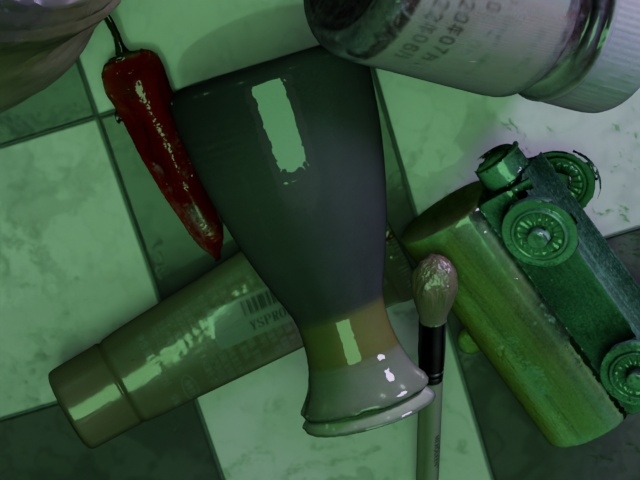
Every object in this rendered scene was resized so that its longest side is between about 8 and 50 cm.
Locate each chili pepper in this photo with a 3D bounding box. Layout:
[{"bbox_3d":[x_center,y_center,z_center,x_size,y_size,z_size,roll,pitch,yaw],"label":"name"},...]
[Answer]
[{"bbox_3d":[-0.144,-0.093,1.448,0.059,0.050,0.268,-24,108,-3],"label":"chili pepper"}]

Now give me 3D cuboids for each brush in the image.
[{"bbox_3d":[0.098,0.136,1.498,0.042,0.039,0.299,-4,126,-8],"label":"brush"}]

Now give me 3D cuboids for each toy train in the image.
[{"bbox_3d":[0.214,0.051,1.488,0.189,0.126,0.307,-26,109,38],"label":"toy train"}]

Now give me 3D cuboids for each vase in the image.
[{"bbox_3d":[0.000,0.000,1.394,0.173,0.173,0.321,-18,97,2],"label":"vase"}]

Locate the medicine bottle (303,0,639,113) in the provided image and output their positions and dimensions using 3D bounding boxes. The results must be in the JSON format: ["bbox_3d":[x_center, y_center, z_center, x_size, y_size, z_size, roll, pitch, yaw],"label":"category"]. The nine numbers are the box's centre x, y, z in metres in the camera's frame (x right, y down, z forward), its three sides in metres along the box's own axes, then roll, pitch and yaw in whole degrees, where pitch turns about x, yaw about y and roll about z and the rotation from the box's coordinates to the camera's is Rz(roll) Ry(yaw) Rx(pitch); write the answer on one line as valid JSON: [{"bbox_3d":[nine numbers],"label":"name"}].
[{"bbox_3d":[0.137,-0.203,1.332,0.273,0.165,0.165,9,107,-31],"label":"medicine bottle"}]

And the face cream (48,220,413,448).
[{"bbox_3d":[-0.081,0.074,1.490,0.341,0.084,0.137,-29,105,-4],"label":"face cream"}]

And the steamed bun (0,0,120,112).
[{"bbox_3d":[-0.269,-0.274,1.241,0.339,0.247,0.352,29,93,-37],"label":"steamed bun"}]
